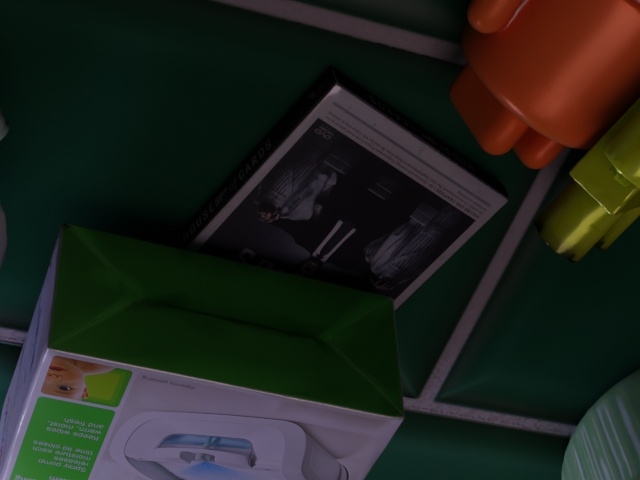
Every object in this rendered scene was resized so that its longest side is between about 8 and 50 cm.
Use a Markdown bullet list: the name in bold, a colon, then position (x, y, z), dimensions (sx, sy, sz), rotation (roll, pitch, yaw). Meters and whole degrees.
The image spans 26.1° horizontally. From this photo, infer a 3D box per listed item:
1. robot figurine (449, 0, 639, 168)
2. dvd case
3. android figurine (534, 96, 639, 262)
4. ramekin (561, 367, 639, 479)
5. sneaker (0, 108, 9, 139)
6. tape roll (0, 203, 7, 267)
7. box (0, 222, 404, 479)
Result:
- **robot figurine**: position (0.182, -0.150, 0.922), dimensions (0.158, 0.128, 0.219), rotation (36, 117, -6)
- **dvd case**: position (0.000, 0.000, 1.065), dimensions (0.179, 0.030, 0.239), rotation (31, 116, -28)
- **android figurine**: position (0.266, -0.094, 0.947), dimensions (0.273, 0.056, 0.248), rotation (-47, 166, 20)
- **ramekin**: position (0.363, 0.232, 1.235), dimensions (0.303, 0.148, 0.303), rotation (-5, 128, -7)
- **sneaker**: position (-0.240, -0.140, 0.868), dimensions (0.151, 0.094, 0.256), rotation (32, 126, -23)
- **tape roll**: position (-0.352, 0.002, 0.896), dimensions (0.286, 0.100, 0.286), rotation (6, 141, 5)
- **box**: position (-0.101, 0.129, 1.058), dimensions (0.261, 0.127, 0.231), rotation (14, 133, -16)
